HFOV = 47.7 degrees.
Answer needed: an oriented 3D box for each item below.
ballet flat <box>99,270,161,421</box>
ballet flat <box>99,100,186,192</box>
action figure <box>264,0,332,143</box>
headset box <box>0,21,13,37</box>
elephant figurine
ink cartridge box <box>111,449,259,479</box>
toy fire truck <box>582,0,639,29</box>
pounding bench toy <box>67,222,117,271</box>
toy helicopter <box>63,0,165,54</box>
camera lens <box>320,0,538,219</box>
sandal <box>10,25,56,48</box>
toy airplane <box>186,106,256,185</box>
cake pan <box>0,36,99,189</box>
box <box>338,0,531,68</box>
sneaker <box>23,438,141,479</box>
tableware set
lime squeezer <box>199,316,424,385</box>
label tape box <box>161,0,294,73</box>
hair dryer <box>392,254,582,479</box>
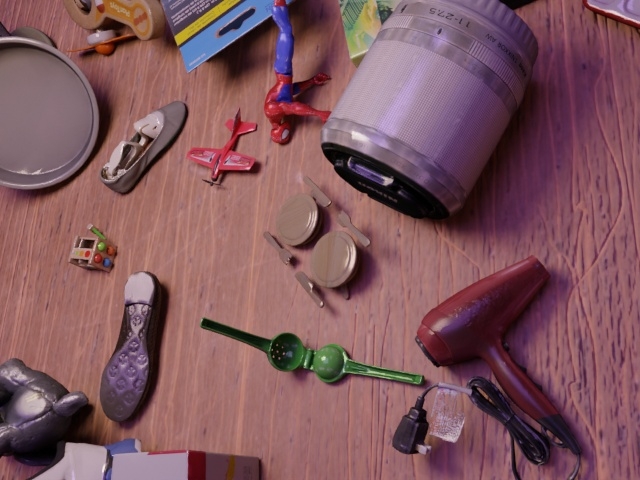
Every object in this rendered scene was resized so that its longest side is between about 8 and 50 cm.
[{"bbox_3d":[-0.308,0.175,1.205,0.084,0.058,0.249,4,77,7],"label":"ballet flat"},{"bbox_3d":[-0.333,-0.183,1.351,0.072,0.068,0.213,37,90,34],"label":"ballet flat"},{"bbox_3d":[-0.024,-0.293,1.190,0.139,0.091,0.280,7,108,-4],"label":"action figure"},{"bbox_3d":[-0.741,-0.318,1.547,0.218,0.110,0.293,45,126,35],"label":"headset box"},{"bbox_3d":[-0.459,0.301,1.176,0.186,0.239,0.169,36,67,25],"label":"elephant figurine"},{"bbox_3d":[-0.179,0.356,0.981,0.128,0.176,0.127,-12,67,25],"label":"ink cartridge box"},{"bbox_3d":[0.519,-0.364,0.920,0.302,0.169,0.253,39,115,35],"label":"toy fire truck"},{"bbox_3d":[-0.409,0.010,1.323,0.065,0.052,0.083,2,71,29],"label":"pounding bench toy"},{"bbox_3d":[-0.429,-0.467,1.462,0.355,0.140,0.234,32,128,35],"label":"toy helicopter"},{"bbox_3d":[0.146,-0.182,0.995,0.219,0.219,0.274,27,84,34],"label":"camera lens"},{"bbox_3d":[-0.642,-0.366,1.584,0.120,0.086,0.302,-30,59,15],"label":"sandal"},{"bbox_3d":[-0.165,-0.163,1.274,0.151,0.028,0.151,-10,66,24],"label":"toy airplane"},{"bbox_3d":[-0.582,-0.248,1.417,0.293,0.293,0.054,-46,17,5],"label":"cake pan"},{"bbox_3d":[0.179,-0.436,1.171,0.322,0.058,0.232,-19,66,23],"label":"box"},{"bbox_3d":[-0.385,0.432,1.045,0.182,0.127,0.315,15,66,-12],"label":"sneaker"},{"bbox_3d":[0.000,0.000,1.112,0.128,0.039,0.194,-53,49,14],"label":"tableware set"},{"bbox_3d":[-0.012,0.158,1.021,0.311,0.110,0.058,15,58,2],"label":"lime squeezer"},{"bbox_3d":[-0.168,-0.461,1.350,0.241,0.106,0.333,-30,59,14],"label":"label tape box"},{"bbox_3d":[0.227,0.158,0.917,0.224,0.080,0.293,12,82,16],"label":"hair dryer"}]
